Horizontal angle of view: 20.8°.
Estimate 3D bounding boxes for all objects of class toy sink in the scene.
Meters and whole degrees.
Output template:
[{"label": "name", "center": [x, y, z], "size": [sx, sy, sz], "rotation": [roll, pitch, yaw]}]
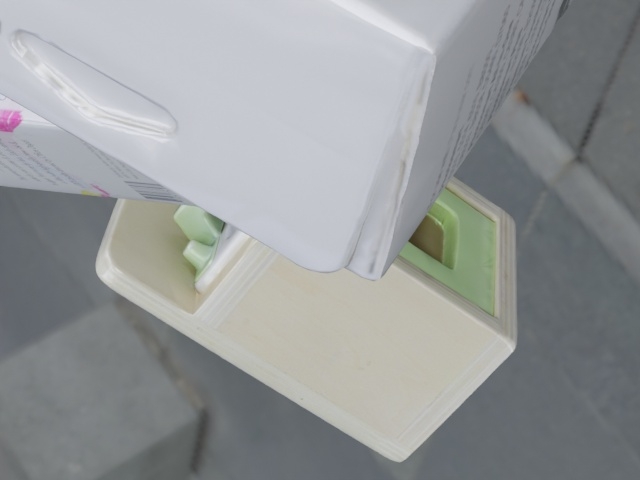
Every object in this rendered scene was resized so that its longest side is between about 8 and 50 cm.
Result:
[{"label": "toy sink", "center": [0.000, 0.000, 1.101], "size": [0.234, 0.153, 0.131], "rotation": [33, 119, -13]}]

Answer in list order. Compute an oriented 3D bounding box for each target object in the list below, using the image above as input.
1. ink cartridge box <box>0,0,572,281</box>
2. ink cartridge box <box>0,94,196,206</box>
[{"label": "ink cartridge box", "center": [0.003, -0.112, 0.425], "size": [0.148, 0.203, 0.086], "rotation": [28, 145, 10]}, {"label": "ink cartridge box", "center": [-0.107, -0.058, 0.647], "size": [0.181, 0.061, 0.104], "rotation": [6, 168, 12]}]
